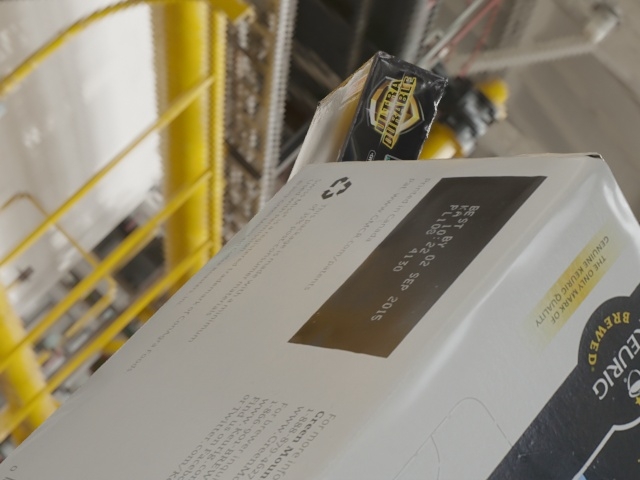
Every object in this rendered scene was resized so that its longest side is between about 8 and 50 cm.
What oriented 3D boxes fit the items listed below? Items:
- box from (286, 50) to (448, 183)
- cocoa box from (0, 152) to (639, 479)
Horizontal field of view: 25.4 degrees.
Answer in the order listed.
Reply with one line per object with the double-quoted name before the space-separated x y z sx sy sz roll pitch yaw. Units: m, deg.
"box" 0.000 0.000 1.254 0.073 0.293 0.295 20 -5 -9
"cocoa box" 0.008 0.152 0.674 0.231 0.347 0.228 3 -48 54
